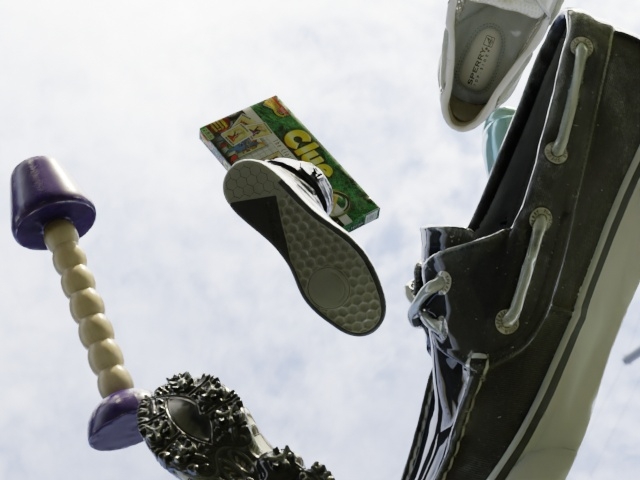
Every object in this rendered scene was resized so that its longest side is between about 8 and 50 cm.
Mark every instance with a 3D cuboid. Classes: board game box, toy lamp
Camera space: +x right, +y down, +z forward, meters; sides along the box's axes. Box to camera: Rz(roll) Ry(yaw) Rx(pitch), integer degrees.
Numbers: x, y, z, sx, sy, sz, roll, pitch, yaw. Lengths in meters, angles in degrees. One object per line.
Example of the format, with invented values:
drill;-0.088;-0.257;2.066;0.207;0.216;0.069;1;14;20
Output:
board game box;-0.047;-0.096;1.453;0.136;0.030;0.260;-26;-122;-26
toy lamp;-0.207;0.044;0.887;0.080;0.080;0.275;-16;-120;-16

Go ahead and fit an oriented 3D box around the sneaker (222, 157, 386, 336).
sneaker;0.001;-0.002;1.138;0.086;0.163;0.226;-40;-93;12

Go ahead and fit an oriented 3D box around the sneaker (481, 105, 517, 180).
sneaker;0.320;-0.081;1.317;0.135;0.366;0.150;-24;-116;26

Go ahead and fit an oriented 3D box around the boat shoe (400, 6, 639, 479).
boat shoe;0.089;0.027;0.510;0.102;0.108;0.301;27;-94;-9

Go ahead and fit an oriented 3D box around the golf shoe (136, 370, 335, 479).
golf shoe;-0.061;0.170;0.741;0.077;0.094;0.198;-35;-136;-22

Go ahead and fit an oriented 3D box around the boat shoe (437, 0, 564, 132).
boat shoe;0.151;-0.205;0.801;0.098;0.277;0.096;15;-141;7
